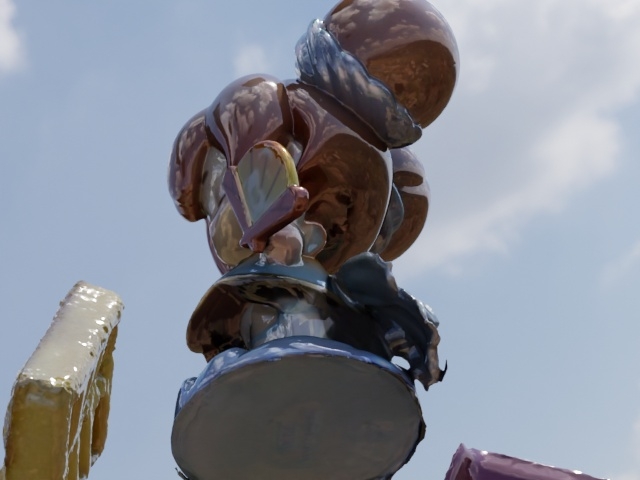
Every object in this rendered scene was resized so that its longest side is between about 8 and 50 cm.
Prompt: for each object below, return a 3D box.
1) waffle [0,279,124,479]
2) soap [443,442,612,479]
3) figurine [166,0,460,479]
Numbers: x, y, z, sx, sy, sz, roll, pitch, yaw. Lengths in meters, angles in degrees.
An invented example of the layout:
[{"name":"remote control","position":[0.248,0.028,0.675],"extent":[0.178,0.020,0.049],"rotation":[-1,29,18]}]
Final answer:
[{"name":"waffle","position":[-0.222,0.152,1.576],"extent":[0.057,0.168,0.274],"rotation":[11,18,1]},{"name":"soap","position":[0.223,0.269,0.993],"extent":[0.128,0.360,0.233],"rotation":[-51,-33,-50]},{"name":"figurine","position":[-0.001,-0.001,1.451],"extent":[0.248,0.388,0.276],"rotation":[3,-46,-11]}]
